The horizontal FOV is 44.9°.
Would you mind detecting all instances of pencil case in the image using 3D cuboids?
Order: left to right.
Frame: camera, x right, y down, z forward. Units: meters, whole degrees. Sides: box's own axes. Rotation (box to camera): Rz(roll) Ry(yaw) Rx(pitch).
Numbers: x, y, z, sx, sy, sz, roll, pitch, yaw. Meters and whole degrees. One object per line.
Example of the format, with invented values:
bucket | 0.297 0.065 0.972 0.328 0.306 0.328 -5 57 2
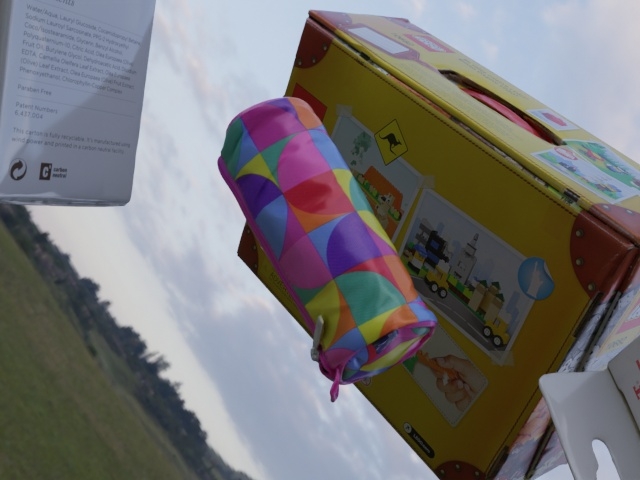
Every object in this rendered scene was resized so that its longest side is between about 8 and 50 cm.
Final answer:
pencil case | 0.000 0.000 0.612 0.236 0.104 0.104 62 -17 23

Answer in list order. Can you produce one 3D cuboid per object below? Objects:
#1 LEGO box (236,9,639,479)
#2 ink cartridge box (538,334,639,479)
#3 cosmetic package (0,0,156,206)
LEGO box | 0.142 -0.001 0.941 0.500 0.193 0.372 45 -52 35
ink cartridge box | 0.382 0.158 0.625 0.119 0.353 0.207 112 -29 -52
cosmetic package | -0.231 -0.219 0.549 0.197 0.155 0.366 13 -84 23
